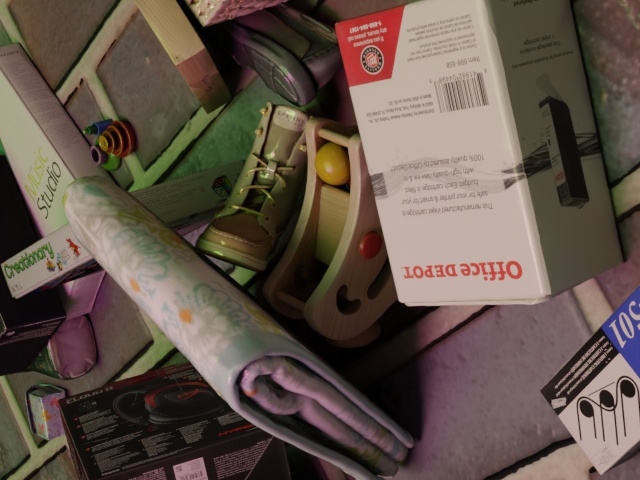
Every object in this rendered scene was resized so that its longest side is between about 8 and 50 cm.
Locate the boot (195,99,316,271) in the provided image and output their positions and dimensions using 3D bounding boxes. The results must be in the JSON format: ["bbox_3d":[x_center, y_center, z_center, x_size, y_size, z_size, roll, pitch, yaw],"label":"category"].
[{"bbox_3d":[-0.057,-0.059,1.541,0.077,0.213,0.165,23,101,4],"label":"boot"}]

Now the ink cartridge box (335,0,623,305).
[{"bbox_3d":[0.141,-0.086,1.358,0.197,0.114,0.273,-4,100,52],"label":"ink cartridge box"}]

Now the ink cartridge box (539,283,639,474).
[{"bbox_3d":[0.282,0.111,1.319,0.097,0.046,0.207,55,140,20],"label":"ink cartridge box"}]

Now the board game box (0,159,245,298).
[{"bbox_3d":[-0.235,-0.010,1.807,0.305,0.193,0.053,-24,86,53],"label":"board game box"}]

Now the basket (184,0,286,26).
[{"bbox_3d":[-0.065,-0.295,1.498,0.103,0.167,0.113,57,142,9],"label":"basket"}]

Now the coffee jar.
[{"bbox_3d":[-0.402,0.147,2.181,0.184,0.079,0.096,2,104,51],"label":"coffee jar"}]

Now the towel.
[{"bbox_3d":[-0.084,0.106,1.575,0.320,0.090,0.374,38,176,36],"label":"towel"}]

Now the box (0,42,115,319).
[{"bbox_3d":[-0.390,-0.081,2.088,0.322,0.058,0.232,54,140,25],"label":"box"}]

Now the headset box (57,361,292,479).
[{"bbox_3d":[-0.176,0.239,1.754,0.293,0.218,0.110,-142,38,-67],"label":"headset box"}]

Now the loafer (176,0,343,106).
[{"bbox_3d":[-0.067,-0.233,1.612,0.267,0.084,0.096,42,166,39],"label":"loafer"}]

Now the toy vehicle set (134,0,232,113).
[{"bbox_3d":[-0.164,-0.235,1.609,0.166,0.035,0.267,58,179,6],"label":"toy vehicle set"}]

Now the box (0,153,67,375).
[{"bbox_3d":[-0.467,0.040,2.090,0.184,0.103,0.261,-43,65,46],"label":"box"}]

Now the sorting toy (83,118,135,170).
[{"bbox_3d":[-0.278,-0.124,1.940,0.102,0.042,0.061,-33,78,53],"label":"sorting toy"}]

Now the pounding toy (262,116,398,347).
[{"bbox_3d":[0.000,0.000,1.538,0.155,0.154,0.270,24,122,42],"label":"pounding toy"}]

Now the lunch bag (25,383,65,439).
[{"bbox_3d":[-0.413,0.257,2.265,0.083,0.053,0.071,11,112,59],"label":"lunch bag"}]
